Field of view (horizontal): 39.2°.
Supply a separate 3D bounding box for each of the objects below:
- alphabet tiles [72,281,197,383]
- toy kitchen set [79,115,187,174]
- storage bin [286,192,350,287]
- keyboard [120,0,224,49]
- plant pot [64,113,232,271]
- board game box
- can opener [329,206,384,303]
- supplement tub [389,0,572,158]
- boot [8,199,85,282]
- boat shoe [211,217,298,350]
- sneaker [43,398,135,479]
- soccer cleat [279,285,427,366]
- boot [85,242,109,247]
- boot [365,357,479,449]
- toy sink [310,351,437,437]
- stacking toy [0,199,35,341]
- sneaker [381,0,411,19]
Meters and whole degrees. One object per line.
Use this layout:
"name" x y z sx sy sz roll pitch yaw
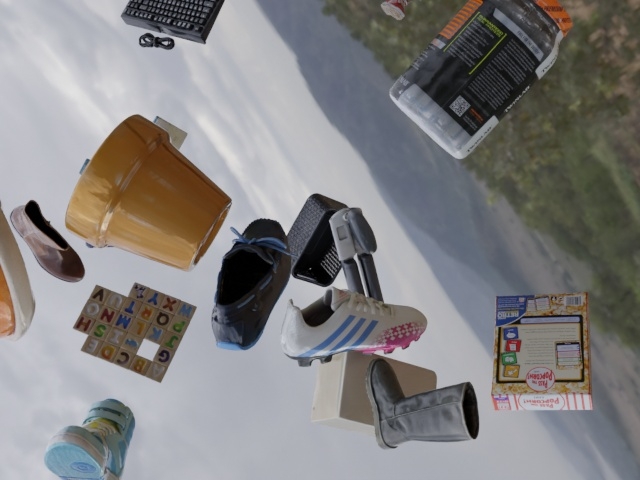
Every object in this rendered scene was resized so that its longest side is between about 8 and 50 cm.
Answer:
"alphabet tiles" -0.429 0.192 2.039 0.237 0.198 0.009 21 154 4
"toy kitchen set" -0.440 -0.205 2.063 0.166 0.207 0.122 30 -179 10
"storage bin" 0.000 0.000 2.002 0.122 0.180 0.084 20 -164 -37
"keyboard" -0.222 -0.325 1.300 0.180 0.108 0.023 22 176 37
"plant pot" -0.243 -0.053 1.338 0.187 0.205 0.205 31 -173 1
"board game box" 0.343 0.170 1.393 0.045 0.146 0.194 67 -153 -43
"can opener" 0.090 0.062 1.925 0.095 0.075 0.284 -137 29 -63
"supplement tub" 0.314 -0.344 1.753 0.207 0.338 0.207 42 -171 -8
"boot" -0.672 0.005 2.293 0.264 0.096 0.280 57 155 -15
"boat shoe" -0.089 0.041 1.255 0.258 0.108 0.089 -86 -8 -53
"sneaker" -0.481 0.405 1.896 0.319 0.127 0.208 91 -174 -57
"soccer cleat" 0.075 0.154 1.793 0.116 0.331 0.143 32 126 56
"boot" -0.458 -0.073 1.926 0.069 0.086 0.190 87 180 -63
"boot" 0.185 0.288 1.647 0.076 0.208 0.190 3 -111 -41
"toy sink" 0.113 0.334 1.921 0.234 0.131 0.153 18 -112 -25
"stacking toy" -0.733 0.085 1.412 0.350 0.479 0.351 34 137 38
"sneaker" 0.190 -0.560 2.125 0.042 0.067 0.118 54 -179 -28
